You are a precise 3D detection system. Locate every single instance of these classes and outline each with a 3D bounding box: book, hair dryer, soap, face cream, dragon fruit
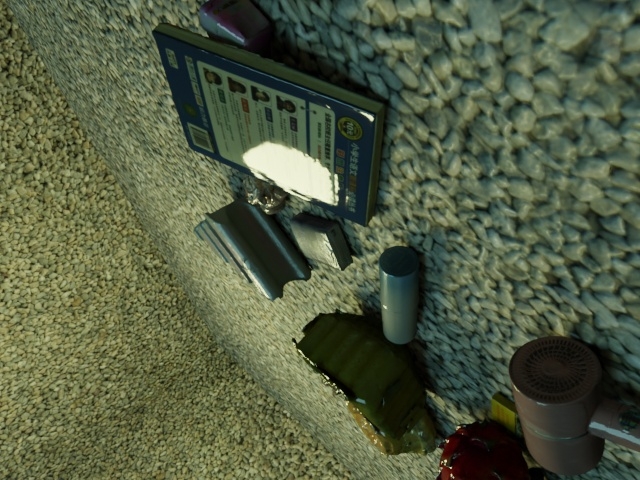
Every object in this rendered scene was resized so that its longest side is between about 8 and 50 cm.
[{"bbox_3d":[-0.091,-0.197,0.941,0.427,0.039,0.300,25,151,16],"label":"book"},{"bbox_3d":[0.450,0.285,0.735,0.352,0.125,0.211,16,141,44],"label":"hair dryer"},{"bbox_3d":[-0.201,0.026,1.479,0.302,0.159,0.257,56,153,-8],"label":"soap"},{"bbox_3d":[0.158,0.116,1.050,0.077,0.077,0.250,36,153,31],"label":"face cream"},{"bbox_3d":[0.339,0.508,1.100,0.192,0.274,0.193,8,148,10],"label":"dragon fruit"}]

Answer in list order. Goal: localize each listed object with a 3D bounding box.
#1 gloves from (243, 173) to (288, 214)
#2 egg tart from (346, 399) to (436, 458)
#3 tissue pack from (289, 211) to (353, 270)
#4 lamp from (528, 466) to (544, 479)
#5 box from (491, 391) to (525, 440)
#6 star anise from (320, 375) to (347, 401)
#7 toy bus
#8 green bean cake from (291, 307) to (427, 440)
[{"bbox_3d":[-0.130,-0.118,1.224,0.110,0.094,0.144,44,167,44],"label":"gloves"},{"bbox_3d":[0.184,0.511,1.528,0.352,0.150,0.352,44,157,25],"label":"egg tart"},{"bbox_3d":[0.000,0.000,1.208,0.156,0.051,0.113,18,139,53],"label":"tissue pack"},{"bbox_3d":[0.495,0.615,1.080,0.198,0.197,0.244,66,176,-33],"label":"lamp"},{"bbox_3d":[0.413,0.373,1.040,0.155,0.023,0.087,28,146,42],"label":"box"},{"bbox_3d":[0.067,0.484,1.792,0.197,0.073,0.212,49,155,-3],"label":"star anise"},{"bbox_3d":[-0.149,-0.310,0.963,0.112,0.090,0.274,37,154,14],"label":"toy bus"},{"bbox_3d":[0.117,0.315,1.313,0.309,0.202,0.285,32,163,40],"label":"green bean cake"}]
